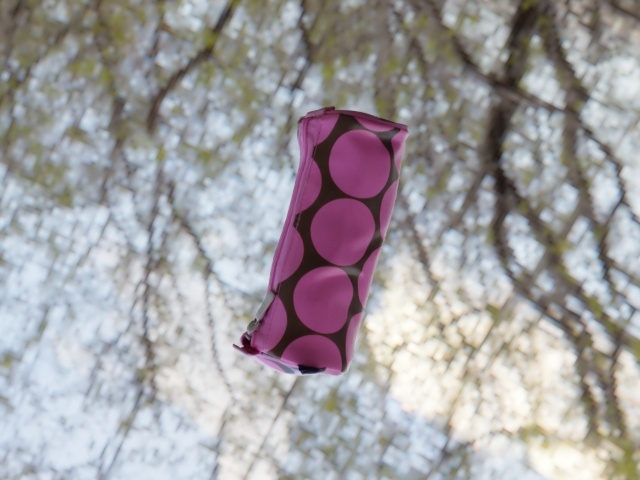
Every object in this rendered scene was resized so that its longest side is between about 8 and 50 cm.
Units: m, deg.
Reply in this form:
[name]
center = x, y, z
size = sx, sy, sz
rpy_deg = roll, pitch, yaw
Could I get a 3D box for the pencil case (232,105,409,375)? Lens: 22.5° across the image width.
[pencil case]
center = 0.000, 0.000, 1.226
size = 0.098, 0.209, 0.095
rpy_deg = 17, 174, -30
